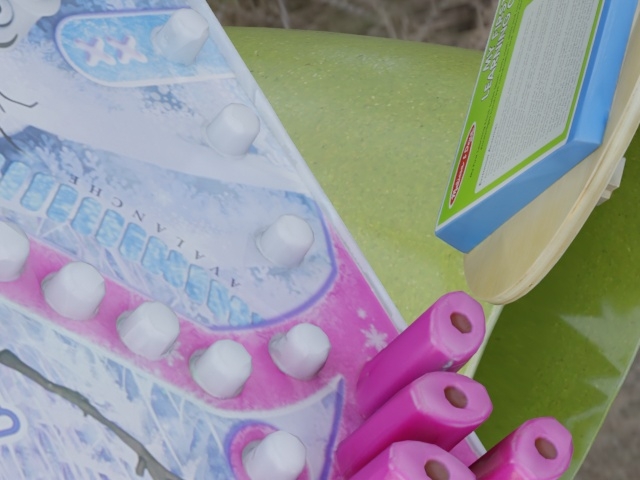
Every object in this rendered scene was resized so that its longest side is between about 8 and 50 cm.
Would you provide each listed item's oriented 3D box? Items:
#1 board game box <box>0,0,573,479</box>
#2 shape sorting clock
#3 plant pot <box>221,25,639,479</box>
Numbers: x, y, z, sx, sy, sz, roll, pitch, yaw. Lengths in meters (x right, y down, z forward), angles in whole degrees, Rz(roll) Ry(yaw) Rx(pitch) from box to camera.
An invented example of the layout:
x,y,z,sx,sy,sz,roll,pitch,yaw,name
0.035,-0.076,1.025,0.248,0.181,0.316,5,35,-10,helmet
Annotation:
x,y,z,sx,sy,sz,roll,pitch,yaw,name
-0.158,-0.049,0.467,0.050,0.390,0.390,-48,64,38,board game box
0.099,-0.073,0.697,0.040,0.206,0.206,21,67,-12,shape sorting clock
0.000,0.000,0.982,0.293,0.275,0.275,25,72,23,plant pot
